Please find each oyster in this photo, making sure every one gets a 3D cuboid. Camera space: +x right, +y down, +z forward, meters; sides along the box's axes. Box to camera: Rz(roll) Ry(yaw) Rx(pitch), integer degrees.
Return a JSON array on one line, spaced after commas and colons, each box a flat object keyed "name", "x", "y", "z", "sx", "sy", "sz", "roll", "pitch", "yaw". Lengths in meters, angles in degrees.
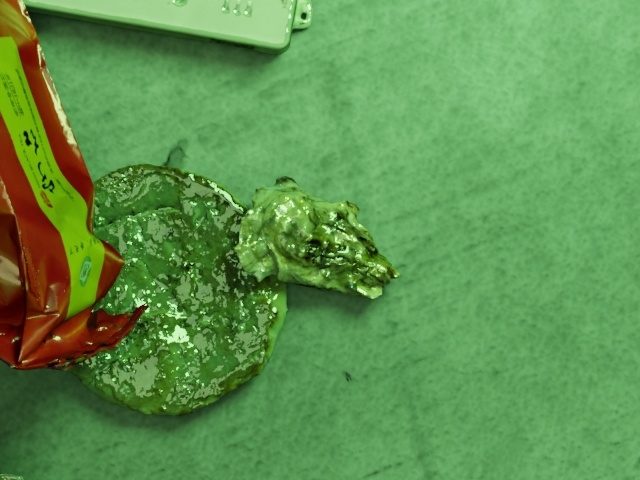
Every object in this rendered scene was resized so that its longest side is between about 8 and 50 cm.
[{"name": "oyster", "x": -0.001, "y": -0.002, "z": 1.727, "sx": 0.165, "sy": 0.053, "sz": 0.108, "roll": 17, "pitch": 67, "yaw": -23}]

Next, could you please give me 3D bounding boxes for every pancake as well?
[{"name": "pancake", "x": -0.152, "y": 0.050, "z": 1.734, "sx": 0.253, "sy": 0.037, "sz": 0.254, "roll": 0, "pitch": 90, "yaw": -3}]

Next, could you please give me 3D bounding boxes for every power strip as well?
[{"name": "power strip", "x": -0.173, "y": -0.253, "z": 1.728, "sx": 0.338, "sy": 0.058, "sz": 0.098, "roll": 9, "pitch": 89, "yaw": -2}]

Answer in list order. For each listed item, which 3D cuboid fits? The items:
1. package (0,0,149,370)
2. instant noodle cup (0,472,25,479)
[{"name": "package", "x": -0.307, "y": -0.081, "z": 1.618, "sx": 0.123, "sy": 0.196, "sz": 0.424, "roll": -23, "pitch": 91, "yaw": 21}, {"name": "instant noodle cup", "x": -0.397, "y": 0.258, "z": 1.640, "sx": 0.207, "sy": 0.217, "sz": 0.217, "roll": 32, "pitch": 88, "yaw": -8}]
